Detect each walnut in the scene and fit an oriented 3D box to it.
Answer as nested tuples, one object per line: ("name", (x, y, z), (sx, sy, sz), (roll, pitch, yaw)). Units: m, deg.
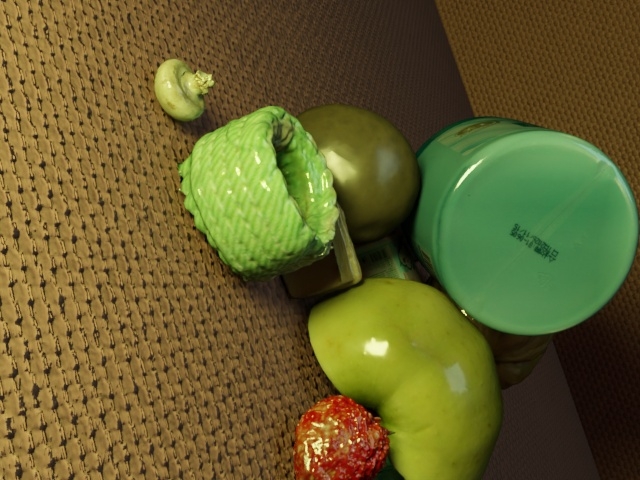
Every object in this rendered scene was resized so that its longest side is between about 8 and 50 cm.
("walnut", (0.359, 0.140, 1.754), (0.306, 0.306, 0.344), (56, 28, -29))

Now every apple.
("apple", (0.140, 0.220, 1.312), (0.360, 0.311, 0.320), (-23, 120, -71))

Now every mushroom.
("mushroom", (-0.177, -0.205, 1.094), (0.085, 0.079, 0.085), (44, 35, -43))

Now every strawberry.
("strawberry", (0.023, 0.273, 1.079), (0.148, 0.131, 0.131), (-3, 73, -75))

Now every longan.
("longan", (0.046, -0.116, 1.355), (0.248, 0.248, 0.248), (49, 29, -40))

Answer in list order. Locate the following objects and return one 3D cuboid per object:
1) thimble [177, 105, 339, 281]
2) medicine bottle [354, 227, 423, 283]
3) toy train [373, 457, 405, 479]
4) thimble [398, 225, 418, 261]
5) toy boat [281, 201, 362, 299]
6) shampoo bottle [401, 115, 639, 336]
("thimble", (-0.077, -0.058, 1.102), (0.219, 0.150, 0.219), (49, 29, -39))
("medicine bottle", (0.137, 0.080, 1.546), (0.188, 0.094, 0.119), (67, 18, -5))
("toy train", (0.127, 0.441, 1.225), (0.159, 0.101, 0.248), (1, 69, -50))
("thimble", (0.201, -0.062, 1.764), (0.235, 0.143, 0.198), (61, 24, -23))
("toy boat", (-0.020, -0.006, 1.239), (0.061, 0.116, 0.188), (-19, 90, -61))
("shampoo bottle", (0.318, -0.037, 1.395), (0.343, 0.331, 0.331), (-103, 167, -77))
